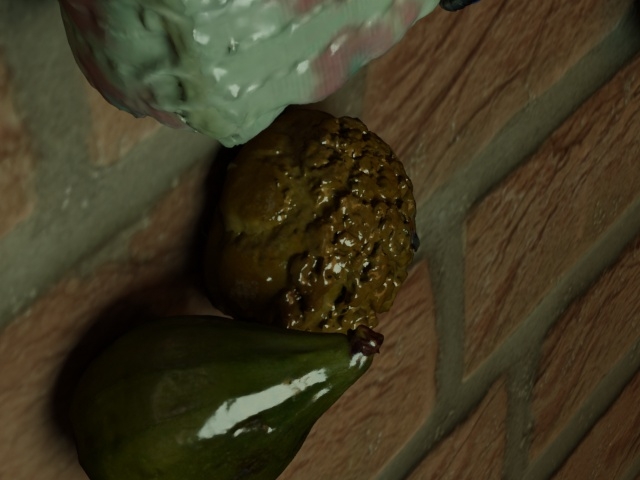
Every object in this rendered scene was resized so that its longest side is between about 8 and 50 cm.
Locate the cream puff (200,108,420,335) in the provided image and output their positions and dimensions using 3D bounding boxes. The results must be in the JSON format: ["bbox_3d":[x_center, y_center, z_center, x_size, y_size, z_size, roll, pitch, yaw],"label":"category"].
[{"bbox_3d":[0.000,0.000,0.927,0.150,0.115,0.165,-39,140,-44],"label":"cream puff"}]

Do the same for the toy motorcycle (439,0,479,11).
[{"bbox_3d":[0.118,-0.230,0.964,0.076,0.114,0.205,35,75,-23],"label":"toy motorcycle"}]

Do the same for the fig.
[{"bbox_3d":[-0.056,0.089,0.875,0.185,0.126,0.133,-36,120,-3],"label":"fig"}]

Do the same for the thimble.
[{"bbox_3d":[-0.040,-0.154,0.668,0.149,0.185,0.211,80,20,-48],"label":"thimble"}]
